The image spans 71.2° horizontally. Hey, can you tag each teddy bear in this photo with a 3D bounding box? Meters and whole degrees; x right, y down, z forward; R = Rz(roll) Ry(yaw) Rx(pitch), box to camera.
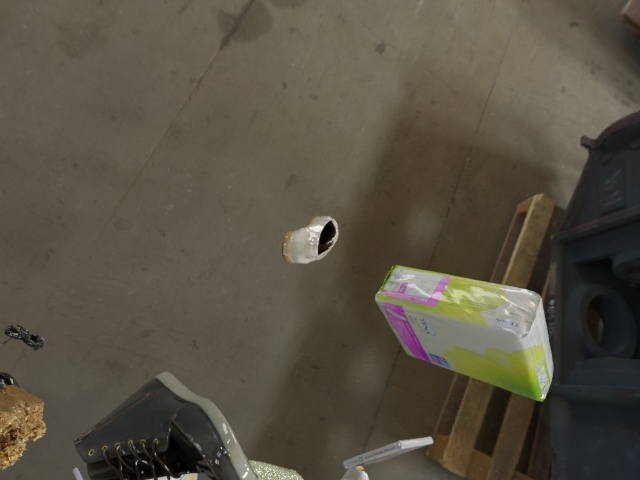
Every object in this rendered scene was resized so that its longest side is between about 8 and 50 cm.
[{"bbox_3d":[-0.744,0.402,0.976,0.245,0.338,0.113,34,74,-13],"label":"teddy bear"}]

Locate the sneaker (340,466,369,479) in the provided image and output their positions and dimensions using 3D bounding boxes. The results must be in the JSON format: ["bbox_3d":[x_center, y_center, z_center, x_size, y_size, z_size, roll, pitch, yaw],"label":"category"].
[{"bbox_3d":[0.076,0.917,1.598,0.121,0.099,0.262,8,113,-50],"label":"sneaker"}]

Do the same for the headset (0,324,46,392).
[{"bbox_3d":[-0.855,0.406,1.128,0.185,0.243,0.393,16,74,16],"label":"headset"}]

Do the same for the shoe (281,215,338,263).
[{"bbox_3d":[0.000,0.000,0.793,0.059,0.219,0.076,-4,100,20],"label":"shoe"}]

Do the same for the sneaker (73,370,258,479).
[{"bbox_3d":[-0.157,0.214,0.441,0.118,0.222,0.083,-33,110,-33],"label":"sneaker"}]

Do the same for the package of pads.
[{"bbox_3d":[0.269,0.165,0.847,0.101,0.297,0.229,-54,133,-27],"label":"package of pads"}]

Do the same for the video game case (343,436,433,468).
[{"bbox_3d":[0.200,0.613,1.296,0.212,0.193,0.023,25,40,-50],"label":"video game case"}]

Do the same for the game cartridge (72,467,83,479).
[{"bbox_3d":[-0.720,0.725,1.345,0.017,0.056,0.083,-26,73,-38],"label":"game cartridge"}]

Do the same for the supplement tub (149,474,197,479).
[{"bbox_3d":[-0.536,0.759,1.479,0.241,0.331,0.241,6,42,-5],"label":"supplement tub"}]

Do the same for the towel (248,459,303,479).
[{"bbox_3d":[-0.104,0.515,0.910,0.148,0.027,0.110,34,57,-28],"label":"towel"}]
